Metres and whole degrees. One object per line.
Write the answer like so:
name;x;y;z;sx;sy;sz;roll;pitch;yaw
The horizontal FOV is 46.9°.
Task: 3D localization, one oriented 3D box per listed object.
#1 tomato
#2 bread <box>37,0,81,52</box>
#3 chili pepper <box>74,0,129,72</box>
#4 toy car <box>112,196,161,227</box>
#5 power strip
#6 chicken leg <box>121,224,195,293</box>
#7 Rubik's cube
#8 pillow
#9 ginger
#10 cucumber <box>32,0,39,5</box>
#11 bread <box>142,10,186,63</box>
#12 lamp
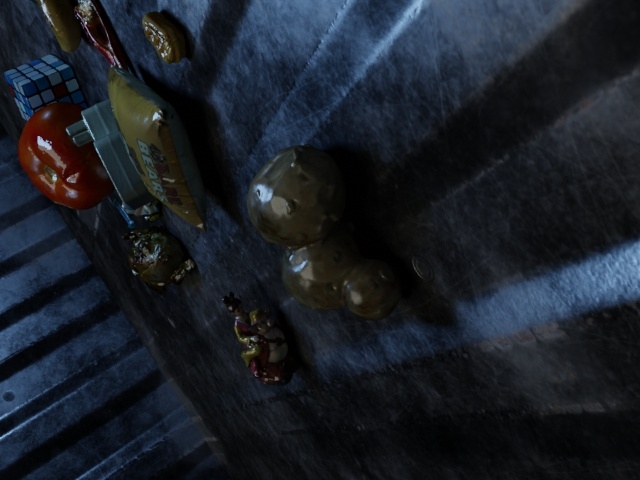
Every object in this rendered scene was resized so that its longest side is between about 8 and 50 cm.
tomato;-0.672;-0.236;2.009;0.298;0.226;0.299;20;142;16
bread;-0.623;-0.542;1.761;0.114;0.077;0.189;-124;13;-60
chili pepper;-0.484;-0.457;1.638;0.268;0.059;0.050;61;-166;-14
toy car;-0.503;-0.112;2.015;0.126;0.098;0.161;52;157;7
power strip;-0.517;-0.205;1.829;0.261;0.141;0.229;64;173;-1
chicken leg;-0.500;0.062;2.167;0.211;0.140;0.361;52;153;-7
Rubik's cube;-0.776;-0.419;2.096;0.155;0.154;0.151;33;146;42
pillow;-0.351;-0.202;1.593;0.312;0.119;0.310;41;150;44
ginger;0.000;0.000;1.165;0.304;0.155;0.244;55;150;-14
cucumber;-0.703;-0.612;1.859;0.105;0.048;0.048;40;150;34
bread;-0.289;-0.375;1.369;0.111;0.044;0.083;45;157;29
lamp;-0.135;0.222;1.705;0.118;0.118;0.253;22;139;52
